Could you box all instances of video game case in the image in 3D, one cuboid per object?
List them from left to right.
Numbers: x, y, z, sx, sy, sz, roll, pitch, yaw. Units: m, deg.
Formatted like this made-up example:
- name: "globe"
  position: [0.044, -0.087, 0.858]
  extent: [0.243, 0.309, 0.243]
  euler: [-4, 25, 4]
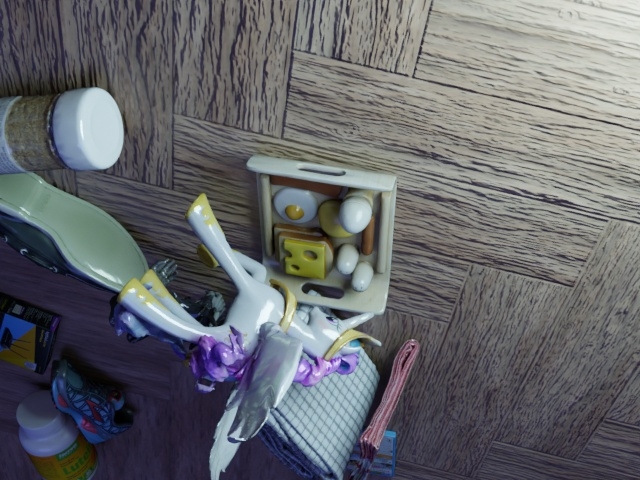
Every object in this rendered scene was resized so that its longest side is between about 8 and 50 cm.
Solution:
- name: "video game case"
  position: [0.099, 0.444, 2.009]
  extent: [0.119, 0.015, 0.166]
  euler: [7, 138, 9]

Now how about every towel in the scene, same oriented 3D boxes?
- name: "towel"
  position: [-0.031, 0.260, 1.682]
  extent: [0.121, 0.235, 0.283]
  euler: [-5, 135, 40]
- name: "towel"
  position: [0.098, 0.357, 1.746]
  extent: [0.037, 0.237, 0.329]
  euler: [23, 140, 8]

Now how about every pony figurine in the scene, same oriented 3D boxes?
- name: "pony figurine"
  position: [-0.119, 0.154, 1.414]
  extent: [0.363, 0.351, 0.303]
  euler: [35, 147, -1]

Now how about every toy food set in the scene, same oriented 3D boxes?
- name: "toy food set"
  position: [0.000, 0.000, 1.489]
  extent: [0.220, 0.092, 0.306]
  euler: [9, 138, 8]

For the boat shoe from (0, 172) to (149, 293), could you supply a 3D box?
- name: "boat shoe"
  position: [-0.450, -0.005, 1.601]
  extent: [0.340, 0.127, 0.113]
  euler: [32, 138, -15]

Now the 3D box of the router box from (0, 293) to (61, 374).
- name: "router box"
  position: [-0.606, 0.191, 1.926]
  extent: [0.133, 0.046, 0.179]
  euler: [21, 139, -7]

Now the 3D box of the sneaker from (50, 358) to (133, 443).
- name: "sneaker"
  position: [-0.479, 0.327, 2.021]
  extent: [0.125, 0.104, 0.262]
  euler: [-15, 137, 8]

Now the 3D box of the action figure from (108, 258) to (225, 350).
- name: "action figure"
  position: [-0.255, 0.115, 1.666]
  extent: [0.276, 0.141, 0.164]
  euler: [-7, 134, 46]

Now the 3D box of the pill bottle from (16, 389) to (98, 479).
- name: "pill bottle"
  position: [-0.595, 0.446, 2.136]
  extent: [0.136, 0.136, 0.245]
  euler: [5, 138, 12]

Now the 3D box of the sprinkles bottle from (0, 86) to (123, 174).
- name: "sprinkles bottle"
  position: [-0.481, -0.159, 1.443]
  extent: [0.355, 0.121, 0.121]
  euler: [-2, 136, 19]

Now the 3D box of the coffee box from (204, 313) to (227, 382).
- name: "coffee box"
  position: [-0.159, 0.171, 1.714]
  extent: [0.040, 0.113, 0.184]
  euler: [27, 136, -11]
